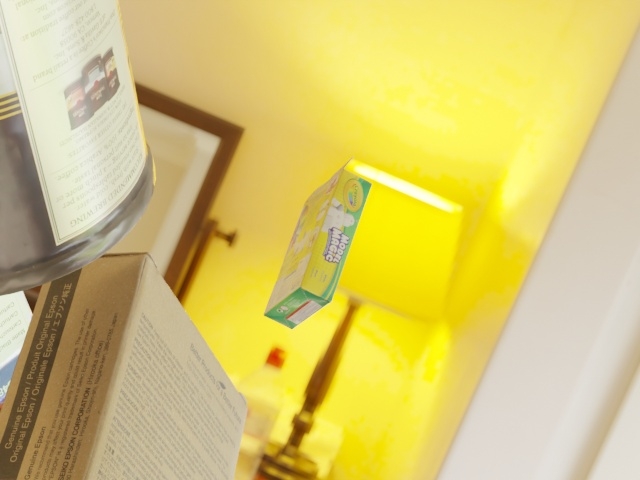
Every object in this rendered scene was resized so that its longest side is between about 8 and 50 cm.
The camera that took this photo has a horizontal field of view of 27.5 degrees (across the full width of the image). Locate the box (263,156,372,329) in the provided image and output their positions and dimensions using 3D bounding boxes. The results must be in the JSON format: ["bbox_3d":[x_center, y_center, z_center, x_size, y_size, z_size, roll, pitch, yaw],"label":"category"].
[{"bbox_3d":[0.000,0.000,1.427,0.043,0.179,0.105,26,-29,-15],"label":"box"}]

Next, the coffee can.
[{"bbox_3d":[-0.215,-0.134,0.745,0.201,0.275,0.201,-3,38,3],"label":"coffee can"}]

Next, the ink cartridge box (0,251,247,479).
[{"bbox_3d":[-0.144,0.152,0.983,0.088,0.193,0.235,-3,-37,18],"label":"ink cartridge box"}]

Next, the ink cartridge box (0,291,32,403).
[{"bbox_3d":[-0.369,0.111,1.238,0.045,0.224,0.223,14,42,37],"label":"ink cartridge box"}]
